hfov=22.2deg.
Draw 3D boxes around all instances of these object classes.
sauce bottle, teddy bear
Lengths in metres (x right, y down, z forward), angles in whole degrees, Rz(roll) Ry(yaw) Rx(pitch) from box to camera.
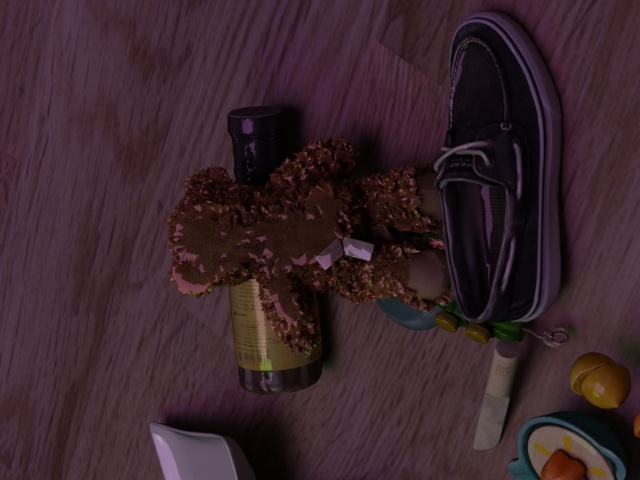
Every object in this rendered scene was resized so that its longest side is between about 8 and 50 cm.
[{"bbox_3d":[-0.062,0.012,1.973,0.111,0.111,0.344,9,111,40],"label":"sauce bottle"},{"bbox_3d":[0.000,0.000,1.844,0.338,0.113,0.245,-18,84,9],"label":"teddy bear"}]

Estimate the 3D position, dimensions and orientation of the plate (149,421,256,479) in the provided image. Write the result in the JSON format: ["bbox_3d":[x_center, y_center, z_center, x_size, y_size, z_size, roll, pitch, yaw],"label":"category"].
[{"bbox_3d":[-0.126,0.372,2.154,0.278,0.045,0.277,-4,104,64],"label":"plate"}]

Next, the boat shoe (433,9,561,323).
[{"bbox_3d":[0.181,-0.073,1.714,0.121,0.119,0.335,-6,95,44],"label":"boat shoe"}]

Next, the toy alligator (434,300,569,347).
[{"bbox_3d":[0.193,0.092,1.819,0.189,0.056,0.051,20,160,27],"label":"toy alligator"}]

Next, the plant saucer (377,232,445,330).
[{"bbox_3d":[0.099,0.051,1.904,0.119,0.021,0.119,16,115,38],"label":"plant saucer"}]

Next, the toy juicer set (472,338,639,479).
[{"bbox_3d":[0.263,0.208,1.730,0.329,0.089,0.209,17,134,39],"label":"toy juicer set"}]
